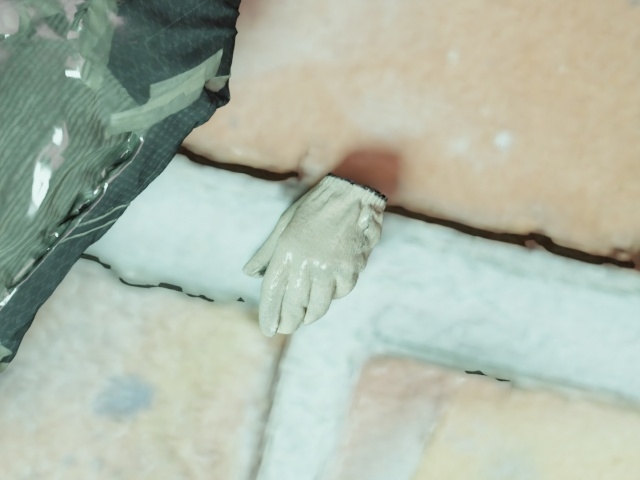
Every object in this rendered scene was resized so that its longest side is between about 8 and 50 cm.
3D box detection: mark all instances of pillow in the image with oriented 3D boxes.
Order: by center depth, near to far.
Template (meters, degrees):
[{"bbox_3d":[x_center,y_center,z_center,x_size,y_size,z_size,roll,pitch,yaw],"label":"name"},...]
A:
[{"bbox_3d":[-0.156,-0.004,0.585,0.161,0.092,0.335,30,98,-21],"label":"pillow"}]

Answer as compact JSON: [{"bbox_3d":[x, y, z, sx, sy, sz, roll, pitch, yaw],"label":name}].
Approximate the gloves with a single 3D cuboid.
[{"bbox_3d":[-0.001,0.001,0.635,0.044,0.037,0.081,28,108,24],"label":"gloves"}]
